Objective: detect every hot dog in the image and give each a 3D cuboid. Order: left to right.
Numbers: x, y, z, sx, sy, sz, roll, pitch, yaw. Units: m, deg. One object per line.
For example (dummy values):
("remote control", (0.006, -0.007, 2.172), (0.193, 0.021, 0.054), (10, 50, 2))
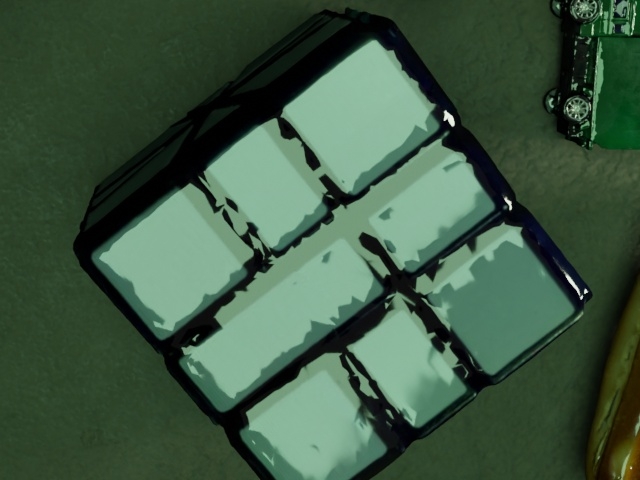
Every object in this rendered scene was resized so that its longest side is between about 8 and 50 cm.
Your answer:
("hot dog", (0.331, 0.116, 1.225), (0.135, 0.100, 0.337), (15, 99, 0))

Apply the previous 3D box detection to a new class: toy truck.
("toy truck", (0.244, -0.156, 1.173), (0.079, 0.065, 0.147), (-2, 103, -8))

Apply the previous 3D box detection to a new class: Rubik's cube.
("Rubik's cube", (0.000, 0.000, 1.074), (0.293, 0.288, 0.283), (-40, 102, 2))
